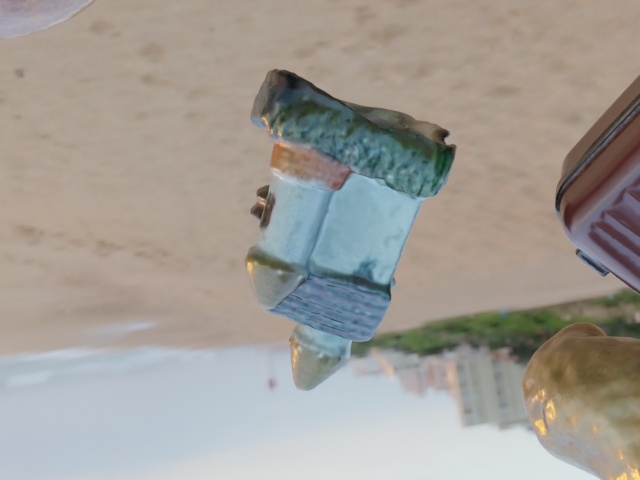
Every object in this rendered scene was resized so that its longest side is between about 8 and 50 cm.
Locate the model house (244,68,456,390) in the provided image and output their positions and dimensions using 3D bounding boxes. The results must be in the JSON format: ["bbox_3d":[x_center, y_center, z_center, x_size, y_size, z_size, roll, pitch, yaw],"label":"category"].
[{"bbox_3d":[0.000,0.000,1.348,0.184,0.291,0.253,14,-174,-8],"label":"model house"}]

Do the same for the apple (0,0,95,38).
[{"bbox_3d":[-0.285,-0.288,1.169,0.252,0.272,0.206,-25,-151,41],"label":"apple"}]

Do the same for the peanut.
[{"bbox_3d":[0.338,0.208,1.336,0.170,0.192,0.387,7,-155,-43],"label":"peanut"}]

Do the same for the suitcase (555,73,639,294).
[{"bbox_3d":[0.375,-0.030,1.262,0.236,0.297,0.161,-49,-168,27],"label":"suitcase"}]
